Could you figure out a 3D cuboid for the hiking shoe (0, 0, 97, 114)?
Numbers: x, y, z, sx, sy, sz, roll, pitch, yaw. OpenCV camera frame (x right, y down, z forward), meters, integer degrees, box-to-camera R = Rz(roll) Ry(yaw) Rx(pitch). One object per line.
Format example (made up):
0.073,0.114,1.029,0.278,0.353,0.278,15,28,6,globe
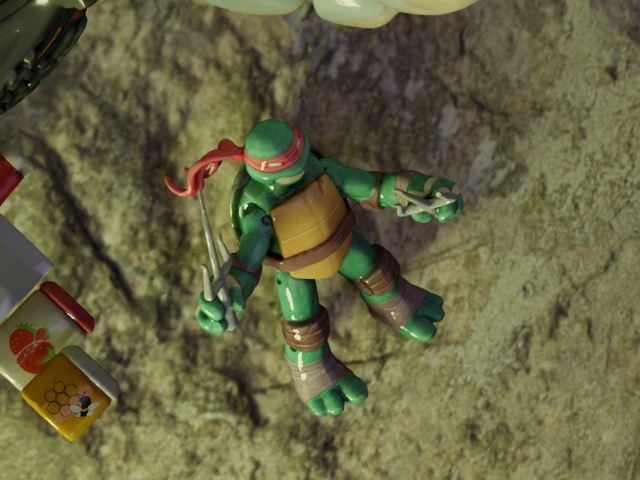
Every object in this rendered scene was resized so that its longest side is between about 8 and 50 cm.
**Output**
-0.162,-0.126,0.762,0.227,0.086,0.114,-40,94,29,hiking shoe

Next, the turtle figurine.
0.000,0.000,1.013,0.175,0.118,0.234,-28,139,-3,turtle figurine

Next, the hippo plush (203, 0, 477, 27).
-0.026,-0.256,0.872,0.294,0.234,0.236,11,85,7,hippo plush

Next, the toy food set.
-0.181,-0.009,0.887,0.232,0.111,0.104,44,81,-6,toy food set
